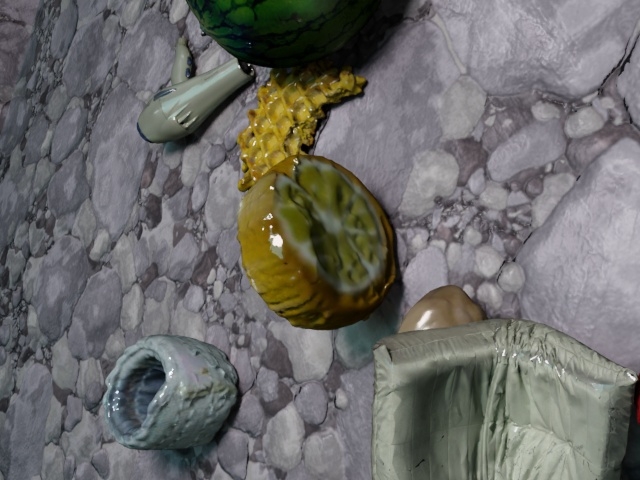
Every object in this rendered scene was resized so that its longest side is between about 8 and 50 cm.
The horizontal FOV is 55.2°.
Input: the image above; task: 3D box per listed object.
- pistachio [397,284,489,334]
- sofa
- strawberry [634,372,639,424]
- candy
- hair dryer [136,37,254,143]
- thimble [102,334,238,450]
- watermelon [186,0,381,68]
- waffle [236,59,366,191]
[{"bbox_3d":[0.148,0.168,0.789,0.135,0.135,0.226,23,104,44],"label":"pistachio"},{"bbox_3d":[0.172,0.204,0.637,0.176,0.225,0.210,-136,45,-66],"label":"sofa"},{"bbox_3d":[0.393,0.159,0.535,0.202,0.186,0.184,57,164,8],"label":"strawberry"},{"bbox_3d":[0.000,0.000,0.878,0.118,0.259,0.260,-25,63,40],"label":"candy"},{"bbox_3d":[-0.259,-0.363,1.341,0.295,0.119,0.299,-4,63,36],"label":"hair dryer"},{"bbox_3d":[-0.279,0.277,1.123,0.250,0.171,0.205,-19,65,41],"label":"thimble"},{"bbox_3d":[-0.057,-0.453,0.993,0.363,0.363,0.364,-13,70,41],"label":"watermelon"},{"bbox_3d":[-0.060,-0.200,1.116,0.259,0.069,0.293,21,92,43],"label":"waffle"}]
